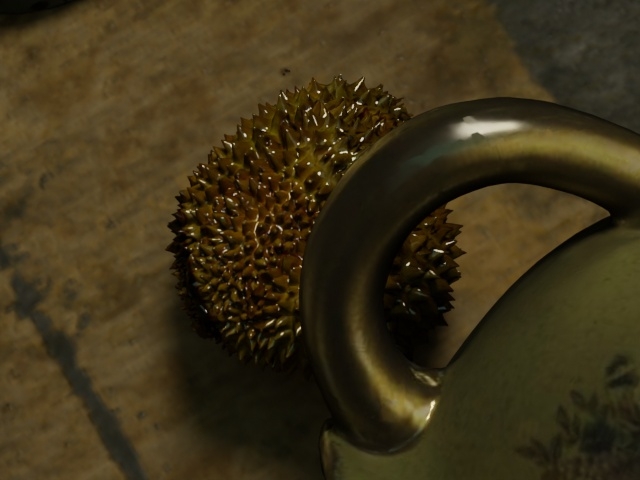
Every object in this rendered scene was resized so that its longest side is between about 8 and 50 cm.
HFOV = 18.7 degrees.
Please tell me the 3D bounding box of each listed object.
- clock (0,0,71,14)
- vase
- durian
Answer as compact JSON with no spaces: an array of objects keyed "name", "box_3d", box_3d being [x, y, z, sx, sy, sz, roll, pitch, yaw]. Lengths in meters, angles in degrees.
[{"name":"clock","box_3d":[-0.184,-0.242,1.145,0.215,0.042,0.215,-1,78,6]},{"name":"vase","box_3d":[0.113,0.087,0.929,0.302,0.241,0.329,-25,103,8]},{"name":"durian","box_3d":[0.000,0.000,1.031,0.168,0.137,0.158,-35,56,-10]}]
